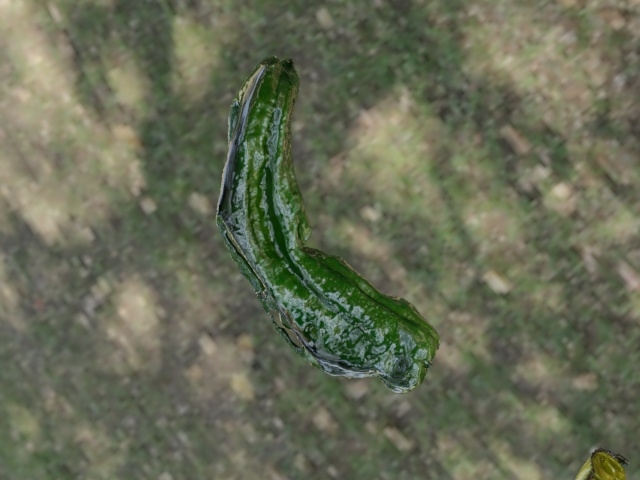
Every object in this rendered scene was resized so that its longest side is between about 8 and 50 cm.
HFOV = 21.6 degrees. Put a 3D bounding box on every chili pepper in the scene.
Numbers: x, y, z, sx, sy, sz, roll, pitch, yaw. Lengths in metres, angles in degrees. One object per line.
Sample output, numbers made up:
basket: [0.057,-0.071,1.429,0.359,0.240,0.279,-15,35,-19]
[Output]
chili pepper: [-0.007,0.001,0.843,0.182,0.073,0.050,62,-176,-12]

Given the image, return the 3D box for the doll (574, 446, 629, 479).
doll: [0.213,0.286,1.520,0.135,0.143,0.221,38,122,-7]
